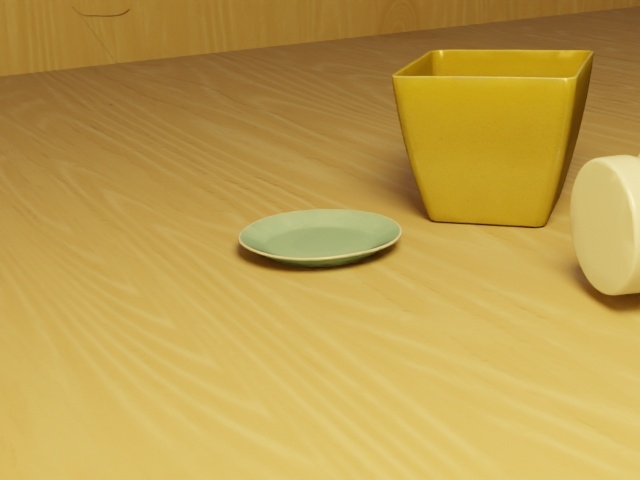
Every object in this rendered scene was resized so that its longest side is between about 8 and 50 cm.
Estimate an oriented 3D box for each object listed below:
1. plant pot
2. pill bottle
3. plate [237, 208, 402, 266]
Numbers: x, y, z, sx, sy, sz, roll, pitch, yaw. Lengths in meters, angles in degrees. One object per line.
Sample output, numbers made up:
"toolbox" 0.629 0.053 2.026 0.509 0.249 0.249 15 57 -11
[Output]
"plant pot" 0.218 -0.127 1.384 0.212 0.187 0.212 3 18 19
"pill bottle" 0.397 -0.029 1.089 0.278 0.162 0.162 -7 18 -14
"plate" 0.000 0.000 1.283 0.188 0.024 0.188 -3 18 1
